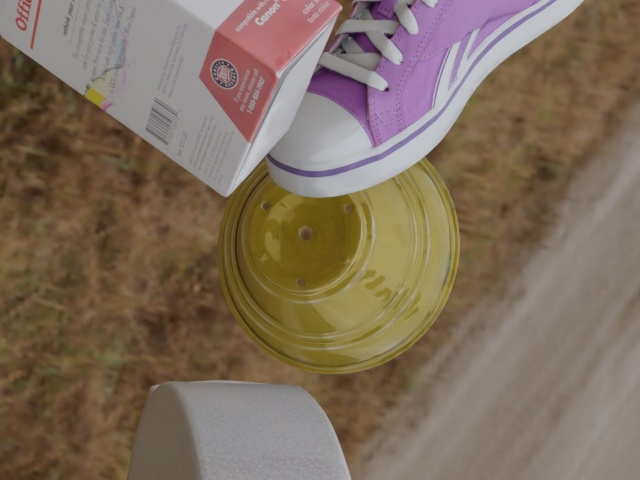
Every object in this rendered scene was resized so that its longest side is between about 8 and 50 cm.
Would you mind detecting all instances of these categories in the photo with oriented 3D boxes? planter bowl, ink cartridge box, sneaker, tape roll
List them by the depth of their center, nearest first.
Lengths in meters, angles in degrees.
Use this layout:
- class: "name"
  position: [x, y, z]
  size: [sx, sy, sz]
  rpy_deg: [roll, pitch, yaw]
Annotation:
- class: "tape roll"
  position: [-0.051, 0.258, 0.782]
  size: [0.392, 0.072, 0.392]
  rpy_deg: [-178, -90, -77]
- class: "ink cartridge box"
  position: [-0.098, -0.127, 0.855]
  size: [0.067, 0.198, 0.115]
  rpy_deg: [-51, 174, -35]
- class: "sneaker"
  position: [0.054, -0.161, 1.015]
  size: [0.282, 0.102, 0.161]
  rpy_deg: [-45, 141, -24]
- class: "planter bowl"
  position: [0.000, 0.000, 1.352]
  size: [0.090, 0.217, 0.217]
  rpy_deg: [24, 82, -70]
